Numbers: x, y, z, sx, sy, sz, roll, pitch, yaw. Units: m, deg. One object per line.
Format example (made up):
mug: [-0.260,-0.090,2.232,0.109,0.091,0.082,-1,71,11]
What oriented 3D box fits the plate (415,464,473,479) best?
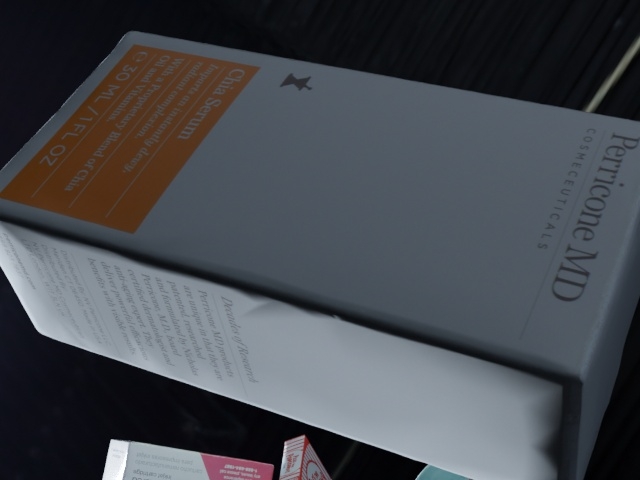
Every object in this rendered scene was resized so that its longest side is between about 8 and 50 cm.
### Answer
plate: [0.186,0.314,1.106,0.188,0.188,0.024,30,-172,-12]

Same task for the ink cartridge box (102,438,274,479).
ink cartridge box: [-0.163,0.351,1.089,0.172,0.237,0.100,14,166,-22]

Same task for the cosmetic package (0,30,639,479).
cosmetic package: [0.000,0.000,0.743,0.453,0.230,0.161,14,142,22]

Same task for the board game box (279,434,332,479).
board game box: [-0.011,0.478,1.810,0.193,0.045,0.147,61,-164,-22]
